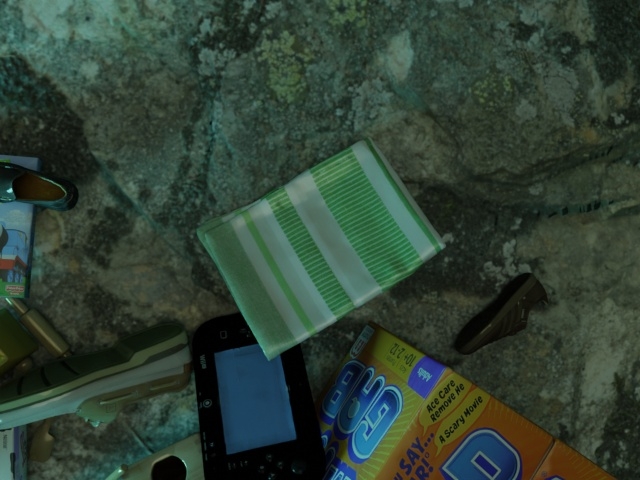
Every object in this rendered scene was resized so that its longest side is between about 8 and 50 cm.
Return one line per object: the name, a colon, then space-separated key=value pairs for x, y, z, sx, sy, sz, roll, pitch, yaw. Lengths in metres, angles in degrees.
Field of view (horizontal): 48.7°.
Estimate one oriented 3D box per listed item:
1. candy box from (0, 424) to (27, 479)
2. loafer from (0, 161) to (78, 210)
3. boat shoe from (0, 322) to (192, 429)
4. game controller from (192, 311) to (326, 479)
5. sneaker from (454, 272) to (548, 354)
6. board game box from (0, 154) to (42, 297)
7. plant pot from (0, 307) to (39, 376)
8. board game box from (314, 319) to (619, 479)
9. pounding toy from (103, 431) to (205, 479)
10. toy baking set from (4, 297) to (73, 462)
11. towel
candy box: x=-0.540 y=0.335 z=1.040 sx=0.197 sy=0.070 sz=0.164 roll=3 pitch=99 yaw=-6
loafer: x=-0.438 y=-0.083 z=1.017 sx=0.170 sy=0.061 sz=0.062 roll=7 pitch=85 yaw=-13
boat shoe: x=-0.333 y=0.223 z=1.051 sx=0.303 sy=0.113 sz=0.103 roll=-17 pitch=109 yaw=-22
game controller: x=-0.098 y=0.233 z=1.043 sx=0.167 sy=0.319 sz=0.067 roll=-5 pitch=135 yaw=-12
sneaker: x=0.317 y=0.141 z=1.210 sx=0.188 sy=0.066 sz=0.071 roll=-43 pitch=100 yaw=-5
board game box: x=-0.510 y=-0.024 z=1.050 sx=0.160 sy=0.039 sz=0.211 roll=4 pitch=84 yaw=-11
plant pot: x=-0.476 y=0.159 z=1.023 sx=0.082 sy=0.083 sz=0.081 roll=-38 pitch=99 yaw=-3
board game box: x=0.164 y=0.384 z=1.045 sx=0.356 sy=0.356 sz=0.356 roll=35 pitch=86 yaw=-11
pounding toy: x=-0.251 y=0.372 z=1.045 sx=0.206 sy=0.181 sz=0.094 roll=-25 pitch=75 yaw=-9
toy baking set: x=-0.472 y=0.210 z=1.086 sx=0.197 sy=0.030 sz=0.256 roll=-45 pitch=99 yaw=-3
towel: x=0.000 y=0.000 z=1.108 sx=0.325 sy=0.038 sz=0.247 roll=-30 pitch=71 yaw=-8
